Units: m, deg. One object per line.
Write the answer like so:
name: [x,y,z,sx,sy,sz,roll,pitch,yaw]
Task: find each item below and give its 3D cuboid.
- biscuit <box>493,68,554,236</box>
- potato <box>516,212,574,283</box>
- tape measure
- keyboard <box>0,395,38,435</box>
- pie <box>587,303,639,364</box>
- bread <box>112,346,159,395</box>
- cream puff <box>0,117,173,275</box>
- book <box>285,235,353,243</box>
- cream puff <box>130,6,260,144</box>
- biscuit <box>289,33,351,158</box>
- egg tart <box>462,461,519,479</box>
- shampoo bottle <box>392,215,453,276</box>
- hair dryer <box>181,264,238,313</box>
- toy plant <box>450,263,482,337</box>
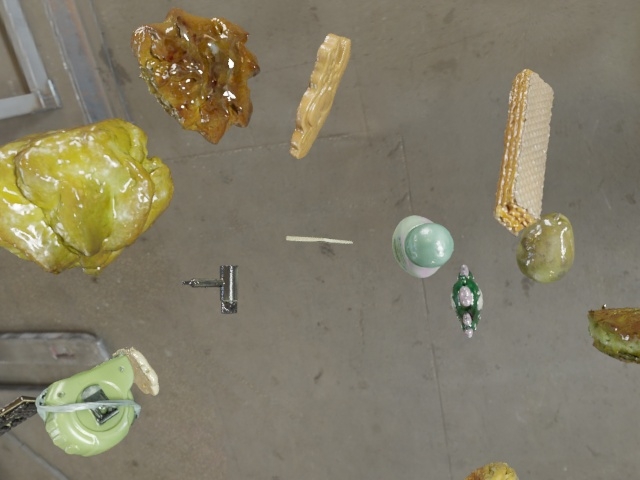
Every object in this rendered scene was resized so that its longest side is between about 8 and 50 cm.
biscuit: [0.423,-0.194,1.054,0.094,0.378,0.054,32,151,-27]
potato: [0.754,0.019,1.694,0.174,0.159,0.251,5,118,4]
tape measure: [-0.454,0.334,1.019,0.106,0.200,0.175,-33,80,28]
keyboard: [-0.806,0.464,1.199,0.317,0.106,0.027,-32,67,-1]
pie: [0.700,0.188,0.994,0.288,0.355,0.103,1,89,-6]
bread: [-0.611,0.441,1.714,0.251,0.039,0.182,-17,109,51]
cream puff: [-0.311,-0.061,0.636,0.244,0.244,0.196,-32,109,31]
book: [0.000,0.000,1.474,0.127,0.182,0.014,3,89,29]
cream puff: [-0.244,-0.335,1.015,0.269,0.241,0.155,22,172,-29]
biscuit: [-0.002,-0.265,0.959,0.040,0.144,0.236,26,112,16]
egg tart: [0.335,0.717,1.174,0.178,0.443,0.443,43,124,20]
shampoo bottle: [0.344,0.020,1.726,0.151,0.349,0.222,-10,89,-3]
hair dryer: [-0.437,0.195,2.020,0.078,0.248,0.195,-9,79,49]
toy plant: [0.536,0.222,1.866,0.112,0.232,0.243,-6,104,17]
